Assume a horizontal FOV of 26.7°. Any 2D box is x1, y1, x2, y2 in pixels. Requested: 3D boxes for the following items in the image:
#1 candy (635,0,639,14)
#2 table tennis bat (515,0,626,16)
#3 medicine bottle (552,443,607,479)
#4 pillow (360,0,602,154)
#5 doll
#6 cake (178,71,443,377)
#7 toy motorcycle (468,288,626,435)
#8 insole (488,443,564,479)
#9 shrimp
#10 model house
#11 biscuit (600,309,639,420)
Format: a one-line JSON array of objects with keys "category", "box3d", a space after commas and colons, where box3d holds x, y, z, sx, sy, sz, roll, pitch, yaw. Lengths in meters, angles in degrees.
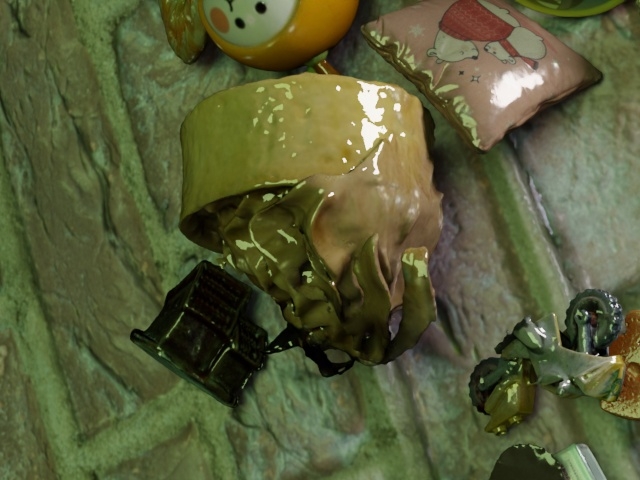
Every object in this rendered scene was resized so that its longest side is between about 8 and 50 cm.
[{"category": "candy", "box3d": [0.423, -0.276, 1.562, 0.110, 0.095, 0.085, -16, 35, 34]}, {"category": "table tennis bat", "box3d": [0.230, -0.386, 1.635, 0.369, 0.054, 0.224, 13, 127, 22]}, {"category": "medicine bottle", "box3d": [0.268, 0.291, 1.552, 0.118, 0.055, 0.074, -32, 70, 19]}, {"category": "pillow", "box3d": [0.192, -0.221, 1.630, 0.236, 0.223, 0.084, 47, 146, 24]}, {"category": "doll", "box3d": [-0.034, -0.292, 1.756, 0.213, 0.213, 0.236, -28, 96, 20]}, {"category": "cake", "box3d": [-0.007, -0.001, 1.601, 0.332, 0.332, 0.321, -12, 71, 25]}, {"category": "toy motorcycle", "box3d": [0.263, 0.156, 1.549, 0.229, 0.094, 0.129, -40, 56, 34]}, {"category": "insole", "box3d": [0.230, 0.392, 1.538, 0.111, 0.007, 0.327, 2, 94, 27]}, {"category": "shrimp", "box3d": [-0.193, -0.385, 1.892, 0.154, 0.062, 0.294, -53, 47, 52]}, {"category": "model house", "box3d": [-0.144, 0.118, 1.784, 0.165, 0.106, 0.152, 35, 84, -7]}, {"category": "biscuit", "box3d": [0.368, 0.145, 1.550, 0.102, 0.019, 0.130, 33, 96, 28]}]
